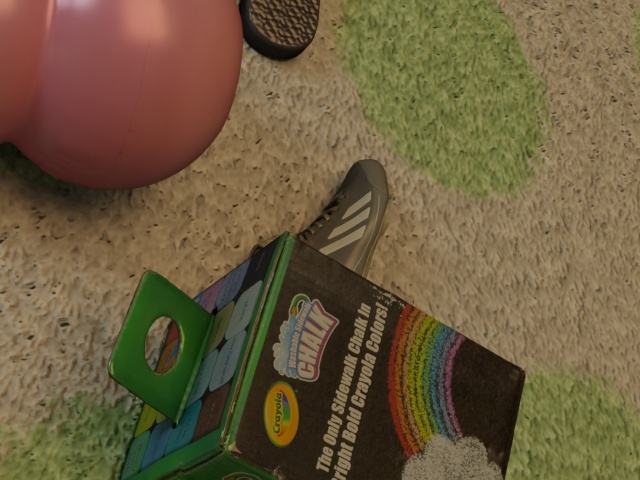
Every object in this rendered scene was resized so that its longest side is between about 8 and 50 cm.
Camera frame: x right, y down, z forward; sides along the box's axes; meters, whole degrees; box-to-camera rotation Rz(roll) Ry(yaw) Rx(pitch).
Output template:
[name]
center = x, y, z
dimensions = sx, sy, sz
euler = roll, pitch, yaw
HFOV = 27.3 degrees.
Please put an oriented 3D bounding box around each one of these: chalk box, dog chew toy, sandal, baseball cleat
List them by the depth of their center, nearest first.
[dog chew toy]
center = -0.228, -0.151, 0.948
dimensions = 0.331, 0.206, 0.207
euler = 8, 63, -24
[chalk box]
center = -0.026, 0.129, 0.960
dimensions = 0.289, 0.179, 0.180
euler = 30, 54, -19
[baseball cleat]
center = 0.000, 0.000, 1.113
dimensions = 0.109, 0.072, 0.206
euler = 24, 52, -16
[sandal]
center = -0.029, -0.285, 1.254
dimensions = 0.097, 0.054, 0.255
euler = 24, 65, -15
